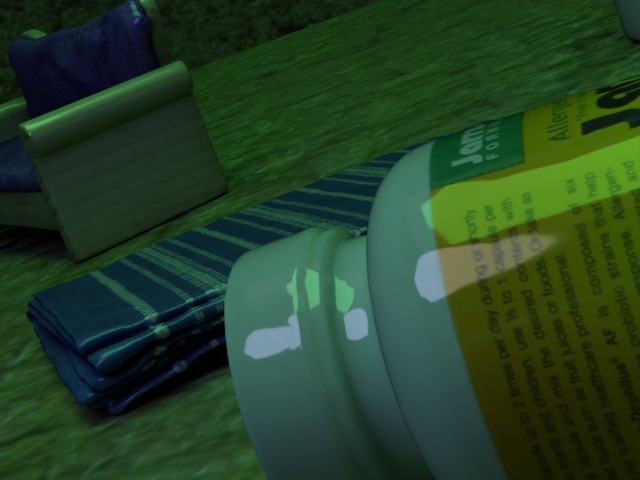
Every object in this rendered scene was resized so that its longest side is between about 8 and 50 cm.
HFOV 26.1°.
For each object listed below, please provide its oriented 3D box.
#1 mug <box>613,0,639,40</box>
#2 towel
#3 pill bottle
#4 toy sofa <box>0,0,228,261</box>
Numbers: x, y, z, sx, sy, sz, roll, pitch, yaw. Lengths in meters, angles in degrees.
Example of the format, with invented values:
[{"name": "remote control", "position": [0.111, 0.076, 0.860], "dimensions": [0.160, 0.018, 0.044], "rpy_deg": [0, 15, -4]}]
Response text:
[{"name": "mug", "position": [0.348, -0.356, 1.032], "dimensions": [0.276, 0.328, 0.374], "rpy_deg": [-28, 15, -29]}, {"name": "towel", "position": [0.000, 0.000, 0.793], "dimensions": [0.336, 0.040, 0.243], "rpy_deg": [-22, 11, -15]}, {"name": "pill bottle", "position": [0.085, 0.016, 0.387], "dimensions": [0.208, 0.118, 0.117], "rpy_deg": [-17, 13, 17]}, {"name": "toy sofa", "position": [-0.243, -0.095, 1.222], "dimensions": [0.150, 0.177, 0.362], "rpy_deg": [-27, 15, -26]}]
